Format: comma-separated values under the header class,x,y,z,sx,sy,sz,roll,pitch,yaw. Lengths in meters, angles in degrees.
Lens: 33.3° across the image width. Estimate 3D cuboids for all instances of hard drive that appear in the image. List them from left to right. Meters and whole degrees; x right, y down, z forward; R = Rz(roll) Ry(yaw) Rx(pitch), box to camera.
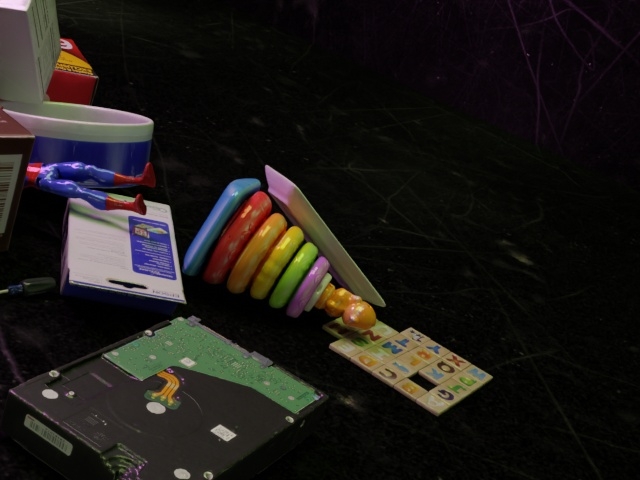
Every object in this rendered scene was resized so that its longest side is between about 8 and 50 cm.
class,x,y,z,sx,sy,sz,roll,pitch,yaw
hard drive,-0.169,0.202,1.251,0.237,0.064,0.339,28,24,19

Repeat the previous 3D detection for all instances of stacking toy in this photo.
class,x,y,z,sx,sy,sz,roll,pitch,yaw
stacking toy,-0.045,0.050,1.640,0.302,0.166,0.175,33,12,1

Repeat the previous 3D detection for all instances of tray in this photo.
class,x,y,z,sx,sy,sz,roll,pitch,yaw
tray,0.000,0.000,1.726,0.270,0.030,0.145,53,-8,-26

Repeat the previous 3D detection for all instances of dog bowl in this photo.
class,x,y,z,sx,sy,sz,roll,pitch,yaw
dog bowl,-0.413,-0.162,1.763,0.265,0.104,0.265,8,12,-2

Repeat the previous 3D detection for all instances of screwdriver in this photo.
class,x,y,z,sx,sy,sz,roll,pitch,yaw
screwdriver,-0.422,0.069,1.407,0.025,0.024,0.170,0,7,40

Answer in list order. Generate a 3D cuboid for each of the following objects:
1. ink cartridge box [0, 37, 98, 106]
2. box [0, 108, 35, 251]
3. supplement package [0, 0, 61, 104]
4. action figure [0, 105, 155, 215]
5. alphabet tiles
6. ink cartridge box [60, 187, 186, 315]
class,x,y,z,sx,sy,sz,roll,pitch,yaw
ink cartridge box,-0.589,-0.299,1.990,0.309,0.130,0.272,6,27,-33
box,-0.588,-0.151,1.556,0.143,0.191,0.381,-5,32,-47
supplement package,-0.574,-0.357,1.736,0.262,0.204,0.145,7,51,-1
action figure,-0.396,-0.114,1.568,0.280,0.139,0.091,5,55,9
alphabet tiles,0.126,0.177,1.644,0.237,0.009,0.198,31,24,24
ink cartridge box,-0.294,0.024,1.569,0.165,0.065,0.333,13,21,-17
